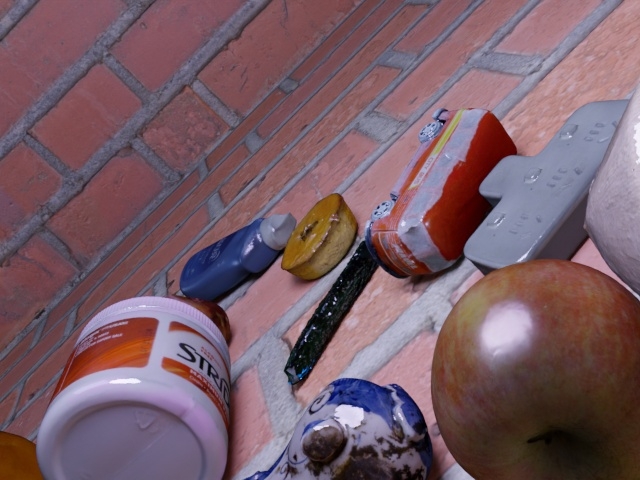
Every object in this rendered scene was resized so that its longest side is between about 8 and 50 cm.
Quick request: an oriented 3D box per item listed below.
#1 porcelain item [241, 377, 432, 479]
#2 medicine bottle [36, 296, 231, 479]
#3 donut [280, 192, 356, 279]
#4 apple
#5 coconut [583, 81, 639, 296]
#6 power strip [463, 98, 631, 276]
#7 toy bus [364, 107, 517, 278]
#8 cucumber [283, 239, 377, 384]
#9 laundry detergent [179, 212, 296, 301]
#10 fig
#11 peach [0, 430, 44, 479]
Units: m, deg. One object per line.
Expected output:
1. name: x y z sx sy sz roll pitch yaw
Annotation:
1. porcelain item: -0.007 0.260 0.745 0.288 0.138 0.186 -48 3 6
2. medicine bottle: -0.258 0.243 1.044 0.252 0.252 0.241 -41 22 12
3. donut: 0.000 0.000 1.285 0.162 0.065 0.178 -37 23 34
4. apple: 0.181 0.108 0.566 0.188 0.188 0.174 -33 23 29
5. coconut: 0.318 -0.038 0.515 0.266 0.237 0.237 -26 28 44
6. power strip: 0.276 -0.064 0.887 0.265 0.059 0.193 -49 21 -8
7. toy bus: 0.174 -0.068 1.010 0.120 0.121 0.265 -2 47 52
8. cucumber: 0.015 0.107 1.082 0.257 0.043 0.044 -56 18 -25
9. laundry detergent: -0.169 0.028 1.503 0.290 0.094 0.143 -31 21 33
10. fig: -0.274 0.220 1.321 0.257 0.159 0.159 -61 19 7
11. peach: -0.522 0.440 1.055 0.343 0.343 0.301 -51 30 -15
